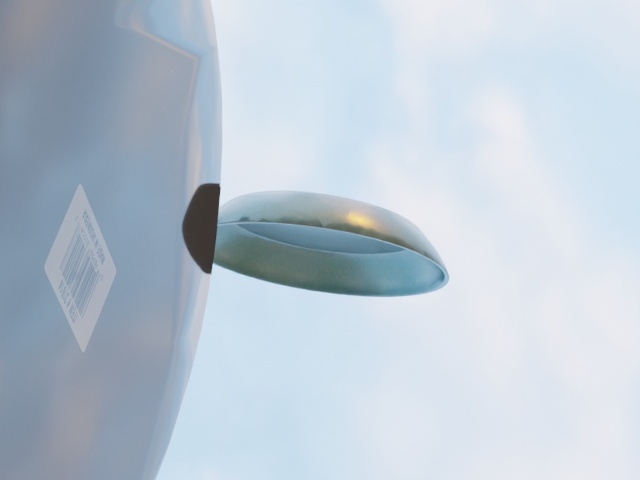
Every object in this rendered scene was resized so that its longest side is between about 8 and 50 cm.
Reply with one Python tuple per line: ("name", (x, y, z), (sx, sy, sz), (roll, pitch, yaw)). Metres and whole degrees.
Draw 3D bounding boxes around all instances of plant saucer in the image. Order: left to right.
("plant saucer", (0.000, 0.000, 0.889), (0.119, 0.119, 0.021), (16, -107, -25))

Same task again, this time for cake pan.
("cake pan", (-0.099, 0.001, 0.633), (0.054, 0.293, 0.293), (8, -102, 16))
